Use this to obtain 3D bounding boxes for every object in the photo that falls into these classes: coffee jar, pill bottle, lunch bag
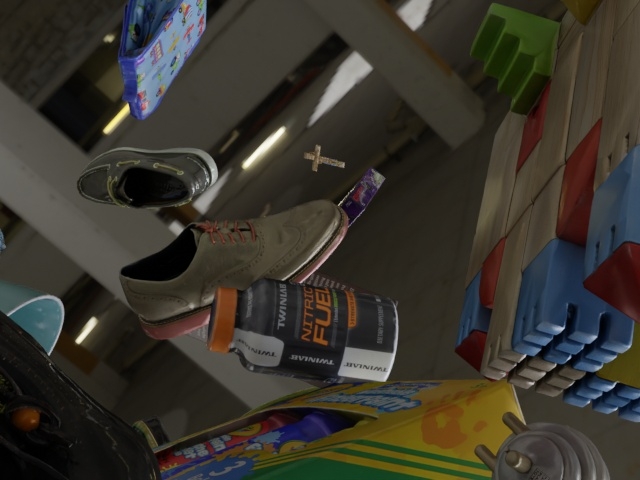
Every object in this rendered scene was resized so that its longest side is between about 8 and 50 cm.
[{"bbox_3d":[-0.339,0.376,1.500,0.184,0.096,0.079,-25,172,-33],"label":"coffee jar"},{"bbox_3d":[-0.028,0.123,1.199,0.130,0.246,0.130,-171,-90,-78],"label":"pill bottle"},{"bbox_3d":[-0.333,-0.396,1.775,0.221,0.138,0.293,108,-3,-66],"label":"lunch bag"}]

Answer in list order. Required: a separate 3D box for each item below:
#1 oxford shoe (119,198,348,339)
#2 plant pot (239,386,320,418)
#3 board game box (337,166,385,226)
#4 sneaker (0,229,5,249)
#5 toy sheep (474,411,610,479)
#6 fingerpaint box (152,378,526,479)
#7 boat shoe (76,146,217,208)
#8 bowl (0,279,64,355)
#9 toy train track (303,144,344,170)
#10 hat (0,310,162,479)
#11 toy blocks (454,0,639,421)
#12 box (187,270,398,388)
[{"bbox_3d":[-0.124,0.020,1.285,0.348,0.130,0.123,-29,-140,-5],"label":"oxford shoe"},{"bbox_3d":[0.020,0.548,1.977,0.366,0.366,0.353,-37,-121,36],"label":"plant pot"},{"bbox_3d":[0.000,0.000,1.948,0.347,0.056,0.208,-48,179,27],"label":"board game box"},{"bbox_3d":[-0.473,-0.018,1.155,0.104,0.125,0.262,-16,-154,-17],"label":"sneaker"},{"bbox_3d":[0.163,0.172,0.637,0.091,0.132,0.091,-20,-122,34],"label":"toy sheep"},{"bbox_3d":[-0.045,0.272,0.919,0.371,0.163,0.445,-16,177,-22],"label":"fingerpaint box"},{"bbox_3d":[-0.342,-0.111,1.642,0.305,0.109,0.091,-3,-152,26],"label":"boat shoe"},{"bbox_3d":[-0.651,0.190,1.652,0.311,0.163,0.311,-54,169,-16],"label":"bowl"},{"bbox_3d":[0.005,-0.147,1.612,0.014,0.083,0.048,0,-100,62],"label":"toy train track"},{"bbox_3d":[-0.229,0.124,0.444,0.134,0.331,0.331,-50,-166,4],"label":"hat"},{"bbox_3d":[0.173,-0.021,0.527,0.381,0.191,0.260,108,-2,-64],"label":"toy blocks"},{"bbox_3d":[-0.070,0.137,1.600,0.191,0.381,0.143,104,10,-56],"label":"box"}]
